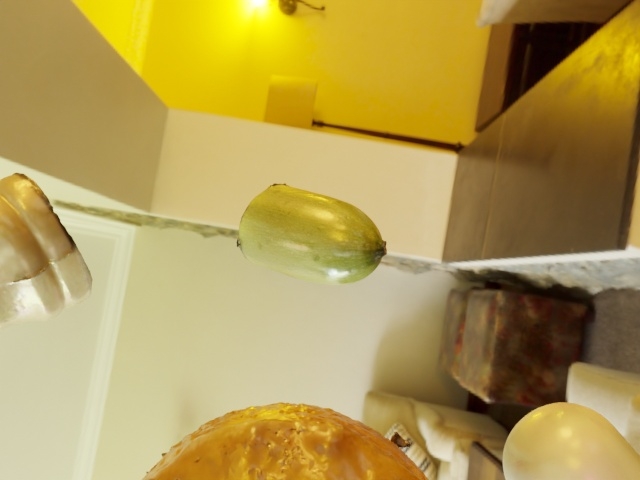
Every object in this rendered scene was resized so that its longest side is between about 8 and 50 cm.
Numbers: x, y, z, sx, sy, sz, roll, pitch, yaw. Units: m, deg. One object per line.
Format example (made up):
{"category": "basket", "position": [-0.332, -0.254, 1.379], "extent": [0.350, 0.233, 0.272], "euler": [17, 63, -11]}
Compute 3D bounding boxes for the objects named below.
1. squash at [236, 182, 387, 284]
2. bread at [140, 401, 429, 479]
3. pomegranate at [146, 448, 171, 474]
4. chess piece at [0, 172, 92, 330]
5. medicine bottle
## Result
{"category": "squash", "position": [0.000, 0.000, 0.771], "extent": [0.123, 0.187, 0.123], "euler": [-27, -55, -47]}
{"category": "bread", "position": [-0.047, 0.346, 0.570], "extent": [0.215, 0.398, 0.398], "euler": [-69, -11, -86]}
{"category": "pomegranate", "position": [-0.154, 0.361, 0.779], "extent": [0.152, 0.191, 0.131], "euler": [-42, -1, -17]}
{"category": "chess piece", "position": [-0.348, 0.076, 0.479], "extent": [0.307, 0.124, 0.139], "euler": [-38, 4, -33]}
{"category": "medicine bottle", "position": [0.323, 0.316, 0.618], "extent": [0.130, 0.341, 0.130], "euler": [-40, 2, 2]}
